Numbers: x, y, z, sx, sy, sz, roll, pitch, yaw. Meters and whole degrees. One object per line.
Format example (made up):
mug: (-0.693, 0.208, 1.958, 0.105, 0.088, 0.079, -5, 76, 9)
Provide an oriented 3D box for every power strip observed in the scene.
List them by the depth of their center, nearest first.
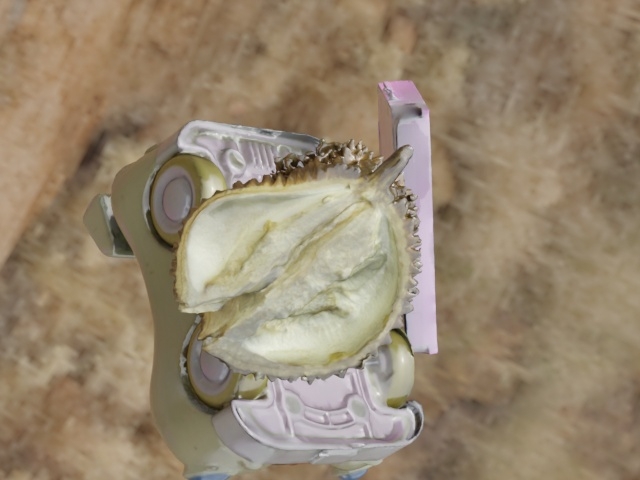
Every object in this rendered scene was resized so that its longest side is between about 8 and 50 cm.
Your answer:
power strip: (0.085, -0.022, 1.756, 0.038, 0.109, 0.278, -6, 113, -6)

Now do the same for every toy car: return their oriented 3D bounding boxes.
toy car: (-0.077, 0.074, 1.700, 0.242, 0.336, 0.226, 5, 153, -43)

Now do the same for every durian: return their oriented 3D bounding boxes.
durian: (-0.002, -0.002, 0.836, 0.140, 0.110, 0.071, -47, -167, 21)
